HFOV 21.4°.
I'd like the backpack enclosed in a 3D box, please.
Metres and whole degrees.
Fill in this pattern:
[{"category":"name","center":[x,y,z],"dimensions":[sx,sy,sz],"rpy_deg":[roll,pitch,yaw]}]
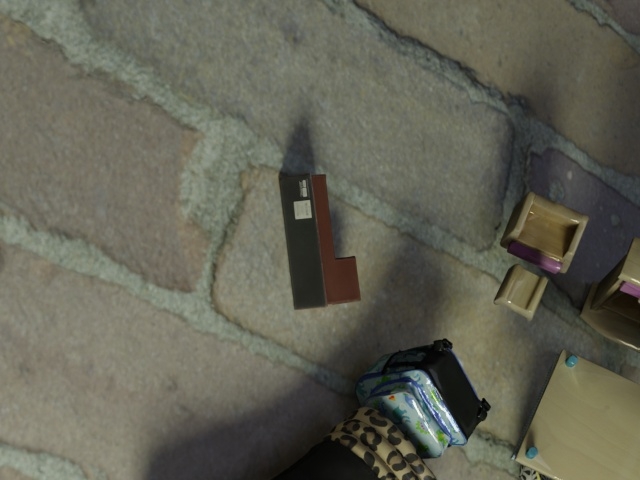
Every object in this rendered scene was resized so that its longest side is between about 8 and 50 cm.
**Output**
[{"category":"backpack","center":[0.089,0.160,1.665],"dimensions":[0.084,0.114,0.105],"rpy_deg":[-44,110,-35]}]

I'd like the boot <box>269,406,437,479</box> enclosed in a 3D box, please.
[{"category":"boot","center":[0.023,0.367,1.574],"dimensions":[0.284,0.138,0.377],"rpy_deg":[-35,102,-38]}]

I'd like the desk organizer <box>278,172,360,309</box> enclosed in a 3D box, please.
[{"category":"desk organizer","center":[0.000,0.000,1.652],"dimensions":[0.050,0.047,0.130],"rpy_deg":[-6,89,-44]}]

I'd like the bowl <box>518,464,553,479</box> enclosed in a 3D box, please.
[{"category":"bowl","center":[0.268,0.273,1.816],"dimensions":[0.170,0.080,0.170],"rpy_deg":[24,46,-27]}]

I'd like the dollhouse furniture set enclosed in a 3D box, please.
[{"category":"dollhouse furniture set","center":[0.278,0.160,1.805],"dimensions":[0.286,0.198,0.303],"rpy_deg":[24,73,3]}]
